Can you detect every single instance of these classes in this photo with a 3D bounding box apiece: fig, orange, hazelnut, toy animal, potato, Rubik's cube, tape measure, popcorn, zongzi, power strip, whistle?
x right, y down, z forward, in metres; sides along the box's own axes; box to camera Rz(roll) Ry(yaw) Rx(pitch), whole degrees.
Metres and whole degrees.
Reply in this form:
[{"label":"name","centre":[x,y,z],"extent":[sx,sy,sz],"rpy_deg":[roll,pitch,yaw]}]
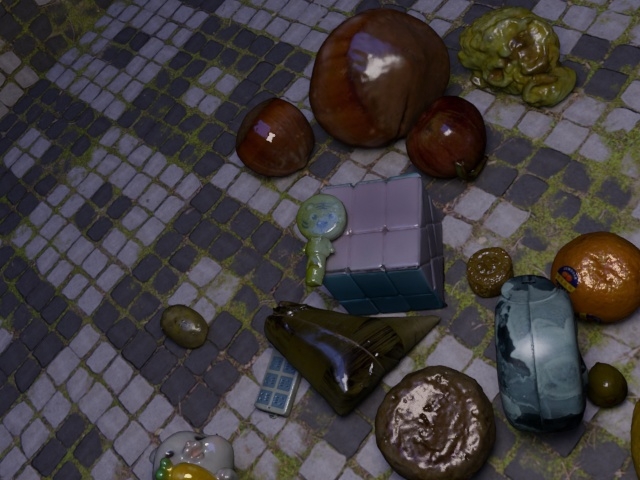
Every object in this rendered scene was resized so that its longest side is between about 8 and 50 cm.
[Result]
[{"label":"fig","centre":[0.521,0.260,1.214],"extent":[0.074,0.074,0.088],"rpy_deg":[-12,34,17]},{"label":"orange","centre":[0.533,0.071,1.266],"extent":[0.177,0.155,0.178],"rpy_deg":[-11,64,24]},{"label":"hazelnut","centre":[-0.119,-0.264,1.740],"extent":[0.214,0.176,0.214],"rpy_deg":[0,83,3]},{"label":"toy animal","centre":[-0.228,0.497,1.314],"extent":[0.183,0.247,0.310],"rpy_deg":[-36,68,-20]},{"label":"potato","centre":[-0.336,0.206,1.620],"extent":[0.138,0.070,0.091],"rpy_deg":[25,75,33]},{"label":"Rubik's cube","centre":[0.136,0.015,1.427],"extent":[0.224,0.231,0.221],"rpy_deg":[-8,59,21]},{"label":"fig","centre":[0.302,-0.225,1.531],"extent":[0.205,0.205,0.205],"rpy_deg":[-11,58,18]},{"label":"tape measure","centre":[0.396,0.202,1.186],"extent":[0.147,0.256,0.275],"rpy_deg":[-7,54,20]},{"label":"popcorn","centre":[0.455,-0.445,1.559],"extent":[0.174,0.225,0.286],"rpy_deg":[-48,53,-4]},{"label":"hazelnut","centre":[0.133,-0.407,1.644],"extent":[0.372,0.315,0.372],"rpy_deg":[-23,25,12]},{"label":"zongzi","centre":[0.062,0.182,1.424],"extent":[0.300,0.145,0.274],"rpy_deg":[-40,62,-18]},{"label":"power strip","centre":[-0.081,0.299,1.476],"extent":[0.081,0.035,0.192],"rpy_deg":[7,66,27]},{"label":"whistle","centre":[0.000,0.000,1.328],"extent":[0.104,0.057,0.198],"rpy_deg":[-2,68,17]}]

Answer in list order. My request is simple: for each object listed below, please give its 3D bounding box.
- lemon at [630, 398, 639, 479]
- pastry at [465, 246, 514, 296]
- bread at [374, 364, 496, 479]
[{"label":"lemon","centre":[0.610,0.336,1.013],"extent":[0.258,0.258,0.310],"rpy_deg":[0,49,24]},{"label":"pastry","centre":[0.361,0.068,1.406],"extent":[0.097,0.057,0.109],"rpy_deg":[17,67,36]},{"label":"bread","centre":[0.221,0.356,1.257],"extent":[0.230,0.123,0.230],"rpy_deg":[-9,56,13]}]
